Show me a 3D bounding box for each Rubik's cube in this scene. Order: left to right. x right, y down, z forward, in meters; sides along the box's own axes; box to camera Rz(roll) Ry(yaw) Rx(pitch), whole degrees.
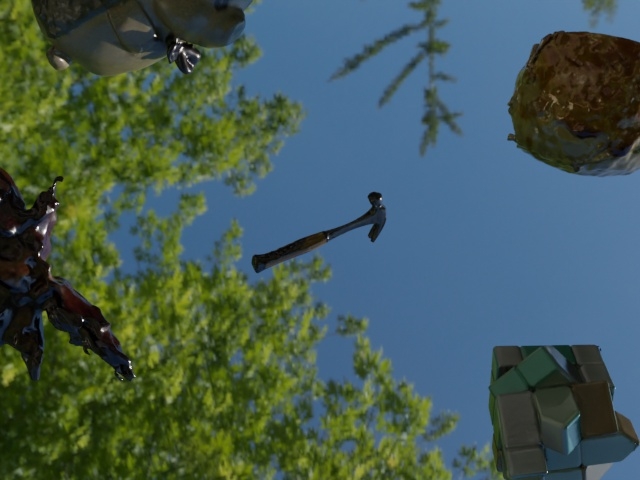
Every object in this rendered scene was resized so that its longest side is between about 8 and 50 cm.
[{"bbox_3d":[0.382,0.287,1.506,0.224,0.265,0.213,-2,-152,3],"label":"Rubik's cube"}]

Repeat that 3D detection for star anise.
[{"bbox_3d":[-0.242,0.035,0.687,0.157,0.213,0.053,-22,-166,-12],"label":"star anise"}]

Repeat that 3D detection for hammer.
[{"bbox_3d":[0.000,0.000,1.296,0.200,0.078,0.021,-23,-134,-7],"label":"hammer"}]

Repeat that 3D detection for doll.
[{"bbox_3d":[-0.231,-0.350,1.303,0.349,0.247,0.247,-23,-144,17],"label":"doll"}]

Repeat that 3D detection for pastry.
[{"bbox_3d":[0.412,-0.189,1.440,0.255,0.237,0.170,25,-111,13],"label":"pastry"}]
